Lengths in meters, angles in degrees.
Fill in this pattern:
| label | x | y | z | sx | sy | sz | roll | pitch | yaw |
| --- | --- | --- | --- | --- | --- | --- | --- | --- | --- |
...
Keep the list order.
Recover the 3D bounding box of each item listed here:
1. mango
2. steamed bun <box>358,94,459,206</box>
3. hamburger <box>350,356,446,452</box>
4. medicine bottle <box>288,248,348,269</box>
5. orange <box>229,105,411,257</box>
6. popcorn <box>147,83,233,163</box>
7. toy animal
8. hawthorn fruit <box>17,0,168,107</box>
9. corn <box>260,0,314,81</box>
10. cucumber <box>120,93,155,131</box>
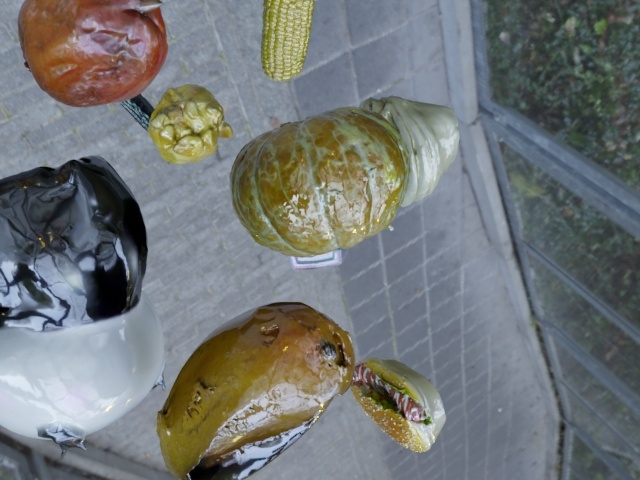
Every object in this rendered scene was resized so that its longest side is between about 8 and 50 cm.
| label | x | y | z | sx | sy | sz | roll | pitch | yaw |
| --- | --- | --- | --- | --- | --- | --- | --- | --- | --- |
| mango | -0.074 | 0.160 | 0.702 | 0.249 | 0.151 | 0.156 | -44 | 153 | 20 |
| steamed bun | 0.152 | -0.171 | 1.472 | 0.289 | 0.203 | 0.276 | 3 | 154 | 5 |
| hamburger | 0.142 | 0.311 | 1.286 | 0.116 | 0.210 | 0.173 | -33 | 127 | -27 |
| medicine bottle | 0.000 | 0.000 | 1.473 | 0.119 | 0.188 | 0.094 | -7 | 99 | 10 |
| orange | 0.001 | -0.101 | 1.199 | 0.329 | 0.329 | 0.249 | -27 | 99 | -19 |
| popcorn | -0.332 | -0.295 | 1.676 | 0.191 | 0.190 | 0.253 | -22 | -179 | -3 |
| toy animal | -0.303 | 0.075 | 0.775 | 0.251 | 0.251 | 0.310 | -22 | 102 | -25 |
| hawthorn fruit | -0.271 | -0.249 | 0.803 | 0.173 | 0.173 | 0.179 | -22 | 169 | -25 |
| corn | -0.046 | -0.348 | 0.978 | 0.080 | 0.080 | 0.238 | -10 | 125 | -35 |
| cucumber | -0.448 | -0.327 | 1.712 | 0.046 | 0.070 | 0.220 | -25 | 139 | 10 |
